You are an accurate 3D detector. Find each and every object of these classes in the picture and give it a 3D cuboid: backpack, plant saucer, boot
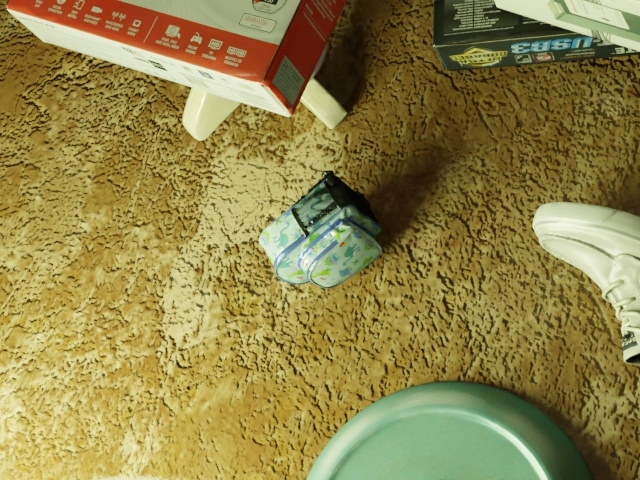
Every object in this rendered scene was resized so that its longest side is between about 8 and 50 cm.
[{"bbox_3d":[0.000,0.000,1.484,0.114,0.105,0.084,-35,62,12],"label":"backpack"},{"bbox_3d":[0.115,0.287,1.374,0.317,0.044,0.317,-7,69,18],"label":"plant saucer"},{"bbox_3d":[0.306,0.055,1.352,0.258,0.095,0.123,20,72,24],"label":"boot"}]

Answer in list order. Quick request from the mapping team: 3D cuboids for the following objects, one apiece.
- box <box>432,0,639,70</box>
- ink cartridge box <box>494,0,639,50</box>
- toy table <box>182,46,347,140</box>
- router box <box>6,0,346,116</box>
[{"bbox_3d":[0.270,-0.337,1.520,0.295,0.073,0.293,-4,68,18],"label":"box"},{"bbox_3d":[0.327,-0.302,1.381,0.289,0.121,0.211,22,80,24],"label":"ink cartridge box"},{"bbox_3d":[-0.081,-0.230,1.565,0.252,0.161,0.274,-35,63,6],"label":"toy table"},{"bbox_3d":[-0.120,-0.315,1.476,0.335,0.082,0.301,19,78,27],"label":"router box"}]
